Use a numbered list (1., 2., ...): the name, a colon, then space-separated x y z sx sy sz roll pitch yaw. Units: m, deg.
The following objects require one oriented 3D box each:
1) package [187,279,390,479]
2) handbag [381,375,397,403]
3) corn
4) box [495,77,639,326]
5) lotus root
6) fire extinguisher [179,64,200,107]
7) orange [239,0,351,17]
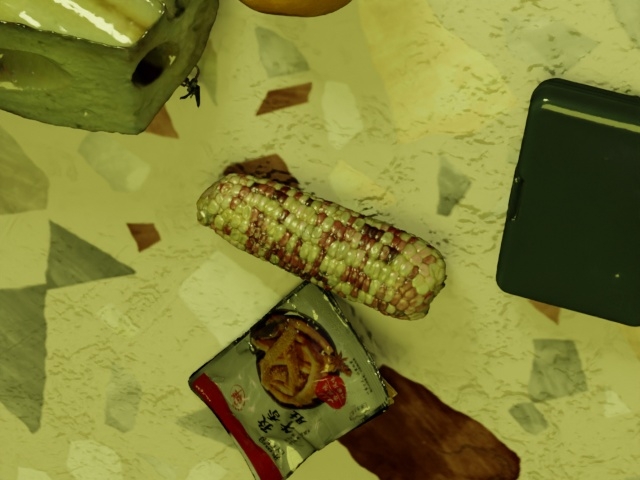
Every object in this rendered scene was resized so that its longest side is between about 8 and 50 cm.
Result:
1. package: -0.032 0.154 1.906 0.154 0.030 0.239 56 134 8
2. handbag: 0.032 0.163 1.914 0.083 0.027 0.061 -33 109 35
3. corn: 0.000 0.000 1.767 0.253 0.086 0.086 24 130 6
4. box: 0.251 -0.032 1.670 0.160 0.050 0.230 15 130 9
5. lotus root: -0.258 -0.217 1.653 0.314 0.210 0.142 24 158 5
6. fire extinguisher: -0.177 -0.188 1.729 0.173 0.035 0.049 31 92 -4
7. orange: -0.026 -0.259 1.548 0.159 0.136 0.159 12 128 16
